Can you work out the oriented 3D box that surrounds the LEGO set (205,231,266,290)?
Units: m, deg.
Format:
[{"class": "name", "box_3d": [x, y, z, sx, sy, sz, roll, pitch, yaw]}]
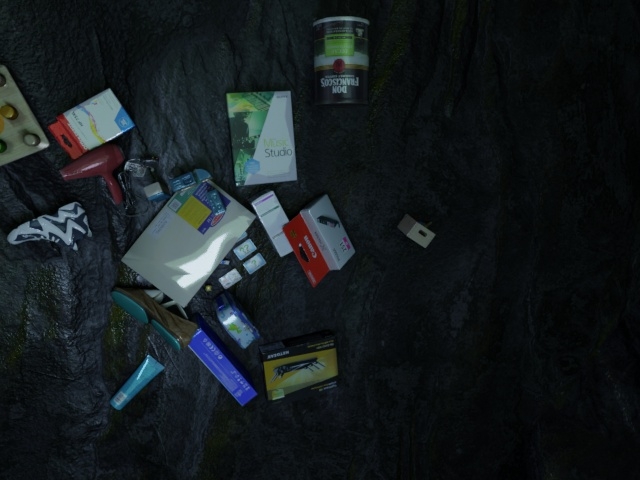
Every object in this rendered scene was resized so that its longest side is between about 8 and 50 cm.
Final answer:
[{"class": "LEGO set", "box_3d": [-0.346, 0.082, 1.684, 0.244, 0.060, 0.183, -35, 107, -10]}]

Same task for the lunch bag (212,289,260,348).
[{"class": "lunch bag", "box_3d": [-0.310, 0.281, 1.649, 0.090, 0.219, 0.176, -38, 111, -9]}]

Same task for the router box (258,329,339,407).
[{"class": "router box", "box_3d": [-0.085, 0.519, 1.858, 0.308, 0.081, 0.243, -10, 105, -18]}]

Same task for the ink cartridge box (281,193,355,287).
[{"class": "ink cartridge box", "box_3d": [0.000, 0.000, 1.732, 0.239, 0.060, 0.275, -46, 117, -41]}]

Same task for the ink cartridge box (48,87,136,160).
[{"class": "ink cartridge box", "box_3d": [-0.723, -0.362, 1.437, 0.231, 0.078, 0.134, -34, 111, -10]}]

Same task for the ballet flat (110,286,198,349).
[{"class": "ballet flat", "box_3d": [-0.558, 0.240, 1.568, 0.124, 0.342, 0.116, -45, 156, -40]}]

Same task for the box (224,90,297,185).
[{"class": "box", "box_3d": [-0.210, -0.367, 1.635, 0.232, 0.058, 0.323, -9, 104, -18]}]

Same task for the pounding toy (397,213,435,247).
[{"class": "pounding toy", "box_3d": [0.414, -0.049, 1.903, 0.141, 0.130, 0.100, 30, 102, -23]}]

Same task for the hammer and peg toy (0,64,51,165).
[{"class": "hammer and peg toy", "box_3d": [-1.022, -0.326, 1.308, 0.361, 0.127, 0.266, -26, 109, -13]}]

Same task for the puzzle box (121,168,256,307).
[{"class": "puzzle box", "box_3d": [-0.451, -0.008, 1.587, 0.272, 0.052, 0.409, 39, 87, -5]}]

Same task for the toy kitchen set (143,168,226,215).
[{"class": "toy kitchen set", "box_3d": [-0.438, -0.132, 1.498, 0.207, 0.122, 0.166, -24, 93, -5]}]

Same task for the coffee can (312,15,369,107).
[{"class": "coffee can", "box_3d": [0.073, -0.618, 1.607, 0.201, 0.201, 0.276, -5, 103, -19]}]

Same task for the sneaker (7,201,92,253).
[{"class": "sneaker", "box_3d": [-0.850, -0.008, 1.458, 0.234, 0.094, 0.153, -31, 102, -22]}]

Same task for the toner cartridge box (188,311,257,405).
[{"class": "toner cartridge box", "box_3d": [-0.374, 0.440, 1.691, 0.075, 0.165, 0.348, -37, 111, -9]}]

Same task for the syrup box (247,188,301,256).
[{"class": "syrup box", "box_3d": [-0.172, -0.068, 1.693, 0.096, 0.093, 0.237, -30, 110, -11]}]

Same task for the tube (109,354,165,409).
[{"class": "tube", "box_3d": [-0.674, 0.520, 1.664, 0.207, 0.052, 0.080, -47, 117, -11]}]

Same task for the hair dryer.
[{"class": "hair dryer", "box_3d": [-0.668, -0.195, 1.452, 0.293, 0.080, 0.224, 13, 98, -39]}]
